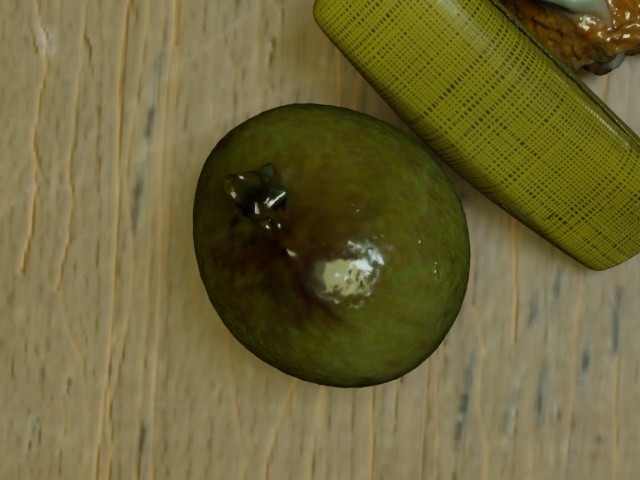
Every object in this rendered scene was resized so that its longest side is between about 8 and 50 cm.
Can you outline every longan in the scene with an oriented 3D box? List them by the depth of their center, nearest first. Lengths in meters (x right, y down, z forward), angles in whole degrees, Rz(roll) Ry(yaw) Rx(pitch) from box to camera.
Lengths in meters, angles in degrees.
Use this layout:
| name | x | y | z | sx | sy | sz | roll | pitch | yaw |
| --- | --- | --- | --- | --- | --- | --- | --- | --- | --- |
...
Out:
| name | x | y | z | sx | sy | sz | roll | pitch | yaw |
| --- | --- | --- | --- | --- | --- | --- | --- | --- | --- |
| longan | 0.000 | 0.000 | 0.632 | 0.155 | 0.176 | 0.145 | 17 | 86 | 29 |

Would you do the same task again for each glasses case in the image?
| name | x | y | z | sx | sy | sz | roll | pitch | yaw |
| --- | --- | --- | --- | --- | --- | --- | --- | --- | --- |
| glasses case | 0.096 | -0.070 | 0.642 | 0.234 | 0.064 | 0.079 | 39 | 119 | -20 |

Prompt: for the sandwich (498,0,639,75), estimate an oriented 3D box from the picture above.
| name | x | y | z | sx | sy | sz | roll | pitch | yaw |
| --- | --- | --- | --- | --- | --- | --- | --- | --- | --- |
| sandwich | 0.176 | -0.154 | 0.640 | 0.185 | 0.109 | 0.160 | 24 | 100 | -5 |
